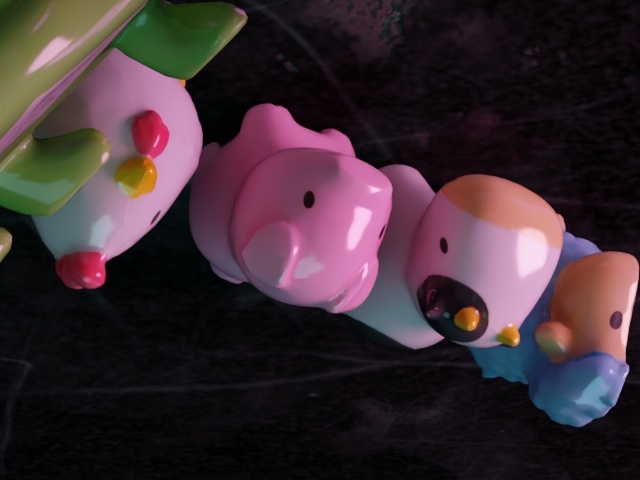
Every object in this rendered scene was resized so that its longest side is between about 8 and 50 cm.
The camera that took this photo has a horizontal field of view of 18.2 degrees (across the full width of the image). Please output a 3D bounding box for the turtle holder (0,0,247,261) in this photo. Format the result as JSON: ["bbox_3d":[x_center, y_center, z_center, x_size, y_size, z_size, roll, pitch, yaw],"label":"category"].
[{"bbox_3d":[-0.208,-0.075,0.832,0.227,0.243,0.320,45,161,-6],"label":"turtle holder"}]

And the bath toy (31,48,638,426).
[{"bbox_3d":[0.000,0.000,1.028,0.348,0.129,0.151,19,144,-27],"label":"bath toy"}]
